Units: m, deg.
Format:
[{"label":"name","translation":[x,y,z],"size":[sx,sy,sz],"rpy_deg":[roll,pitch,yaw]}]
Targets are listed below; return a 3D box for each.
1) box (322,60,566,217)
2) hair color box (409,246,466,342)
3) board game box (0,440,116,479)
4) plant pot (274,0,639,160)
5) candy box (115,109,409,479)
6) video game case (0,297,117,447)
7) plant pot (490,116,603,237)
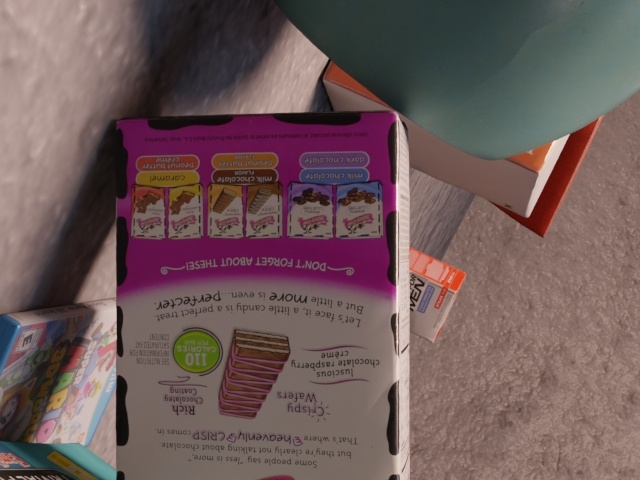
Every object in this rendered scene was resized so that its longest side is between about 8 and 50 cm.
[{"label":"box","translation":[0.181,-0.231,0.867],"size":[0.345,0.215,0.168],"rpy_deg":[-63,167,-7]},{"label":"hair color box","translation":[0.095,0.054,1.182],"size":[0.053,0.167,0.093],"rpy_deg":[-48,160,-53]},{"label":"board game box","translation":[-0.219,0.218,0.416],"size":[0.253,0.079,0.336],"rpy_deg":[-58,167,-8]},{"label":"plant pot","translation":[0.108,-0.191,0.531],"size":[0.235,0.293,0.293],"rpy_deg":[-53,171,20]},{"label":"candy box","translation":[-0.030,0.048,0.508],"size":[0.071,0.159,0.233],"rpy_deg":[5,86,-78]},{"label":"video game case","translation":[-0.168,0.094,0.561],"size":[0.119,0.015,0.166],"rpy_deg":[-65,167,6]},{"label":"plant pot","translation":[0.254,-0.214,1.141],"size":[0.267,0.236,0.267],"rpy_deg":[-57,165,-27]}]
